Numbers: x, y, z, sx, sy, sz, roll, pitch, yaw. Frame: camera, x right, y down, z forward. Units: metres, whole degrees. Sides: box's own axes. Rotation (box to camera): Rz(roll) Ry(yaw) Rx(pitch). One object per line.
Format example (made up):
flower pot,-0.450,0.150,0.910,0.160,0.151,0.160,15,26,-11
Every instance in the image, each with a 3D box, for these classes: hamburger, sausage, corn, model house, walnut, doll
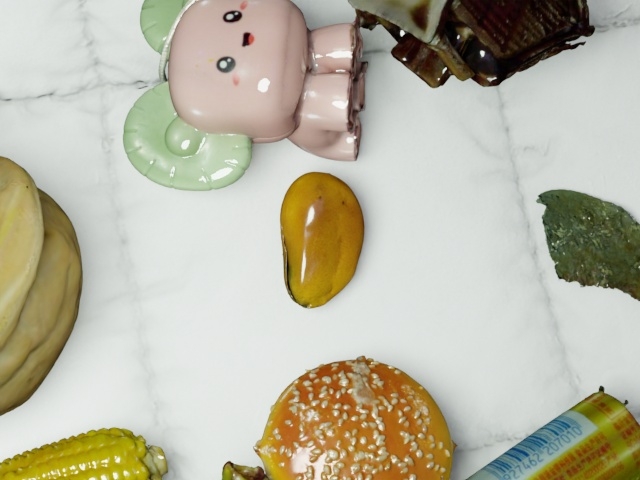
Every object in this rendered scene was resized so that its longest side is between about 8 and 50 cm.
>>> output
hamburger,0.043,0.242,1.228,0.237,0.147,0.236,4,74,-15
sausage,0.242,0.307,1.283,0.317,0.117,0.125,-30,72,-17
corn,-0.334,0.289,1.132,0.363,0.120,0.120,-18,83,-18
model house,0.167,-0.338,1.359,0.283,0.317,0.297,23,100,-47
walnut,-0.379,0.034,1.096,0.296,0.285,0.285,31,70,-35
doll,-0.087,-0.184,1.284,0.269,0.216,0.284,5,73,8

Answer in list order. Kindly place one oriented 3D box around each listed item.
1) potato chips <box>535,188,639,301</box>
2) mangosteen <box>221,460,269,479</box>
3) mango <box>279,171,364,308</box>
potato chips,0.362,0.010,1.426,0.142,0.026,0.209,-38,89,-17
mangosteen,-0.102,0.418,1.097,0.297,0.313,0.296,-11,123,-17
mango,-0.002,-0.002,1.305,0.105,0.084,0.159,4,98,-29
